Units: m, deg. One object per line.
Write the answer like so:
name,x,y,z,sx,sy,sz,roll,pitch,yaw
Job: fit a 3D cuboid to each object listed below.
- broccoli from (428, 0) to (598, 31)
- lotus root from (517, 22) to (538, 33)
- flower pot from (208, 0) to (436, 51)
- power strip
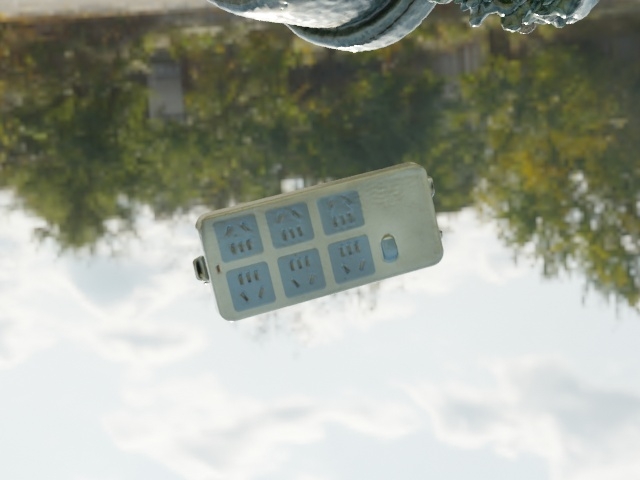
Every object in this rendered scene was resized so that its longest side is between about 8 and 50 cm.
broccoli,0.105,-0.259,0.715,0.246,0.263,0.243,9,-158,1
lotus root,0.216,-0.252,1.243,0.072,0.063,0.152,7,-130,23
flower pot,0.003,-0.355,1.464,0.299,0.299,0.282,4,-177,42
power strip,0.000,0.000,0.989,0.192,0.081,0.035,-14,-170,-9
